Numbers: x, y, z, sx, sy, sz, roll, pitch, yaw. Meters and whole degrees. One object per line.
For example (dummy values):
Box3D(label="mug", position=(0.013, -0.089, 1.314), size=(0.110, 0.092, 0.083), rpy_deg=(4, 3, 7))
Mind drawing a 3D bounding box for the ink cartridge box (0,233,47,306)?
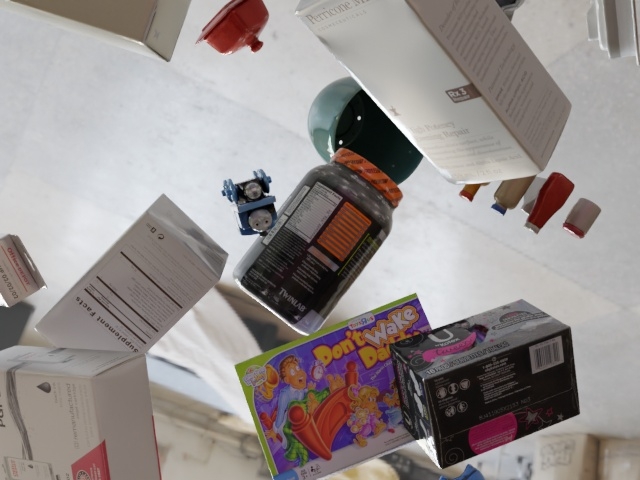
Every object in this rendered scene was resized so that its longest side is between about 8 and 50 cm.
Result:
Box3D(label="ink cartridge box", position=(-0.523, 0.047, 1.327), size=(0.181, 0.061, 0.104), rpy_deg=(0, 119, 52))

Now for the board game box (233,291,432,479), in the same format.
Box3D(label="board game box", position=(0.052, 0.266, 1.416), size=(0.346, 0.234, 0.078), rpy_deg=(-22, 160, -3))

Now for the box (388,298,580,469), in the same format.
Box3D(label="box", position=(0.251, 0.213, 1.262), size=(0.247, 0.164, 0.142), rpy_deg=(-17, -161, -15))

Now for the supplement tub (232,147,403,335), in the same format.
Box3D(label="supplement tub", position=(0.000, 0.000, 1.595), size=(0.207, 0.338, 0.207), rpy_deg=(37, 175, 4))

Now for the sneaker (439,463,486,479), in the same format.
Box3D(label="sneaker", position=(0.237, 0.526, 1.616), size=(0.209, 0.082, 0.069), rpy_deg=(-36, 150, -2))

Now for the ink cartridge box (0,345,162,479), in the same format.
Box3D(label="ink cartridge box", position=(-0.391, 0.276, 1.222), size=(0.282, 0.207, 0.117), rpy_deg=(-2, -171, 30))

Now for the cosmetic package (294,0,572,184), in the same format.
Box3D(label="cosmetic package", position=(0.100, -0.153, 0.694), size=(0.231, 0.086, 0.117), rpy_deg=(41, 154, -27))

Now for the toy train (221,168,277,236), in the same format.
Box3D(label="toy train", position=(-0.113, -0.060, 1.353), size=(0.080, 0.105, 0.184), rpy_deg=(-19, -173, -10))

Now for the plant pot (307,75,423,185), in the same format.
Box3D(label="plant pot", position=(0.099, -0.298, 2.120), size=(0.293, 0.293, 0.235), rpy_deg=(37, 178, -37))

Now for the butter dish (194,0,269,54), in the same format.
Box3D(label="butter dish", position=(-0.175, -0.469, 1.811), size=(0.118, 0.160, 0.160), rpy_deg=(47, 137, -12))

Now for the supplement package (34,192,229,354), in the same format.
Box3D(label="supplement package", position=(-0.332, 0.089, 1.468), size=(0.175, 0.293, 0.177), rpy_deg=(44, -170, -11))

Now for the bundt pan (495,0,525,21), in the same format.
Box3D(label="bundt pan", position=(0.242, -0.500, 1.515), size=(0.330, 0.331, 0.124), rpy_deg=(7, 166, 14))

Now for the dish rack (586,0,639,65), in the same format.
Box3D(label="dish rack", position=(0.411, -0.429, 1.172), size=(0.072, 0.285, 0.333), rpy_deg=(-6, 110, 21))

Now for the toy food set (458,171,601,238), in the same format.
Box3D(label="toy food set", position=(0.336, -0.053, 1.273), size=(0.232, 0.105, 0.111), rpy_deg=(34, 179, -23))

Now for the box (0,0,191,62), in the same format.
Box3D(label="box", position=(-0.297, -0.308, 0.961), size=(0.275, 0.113, 0.094), rpy_deg=(20, 179, 9))
